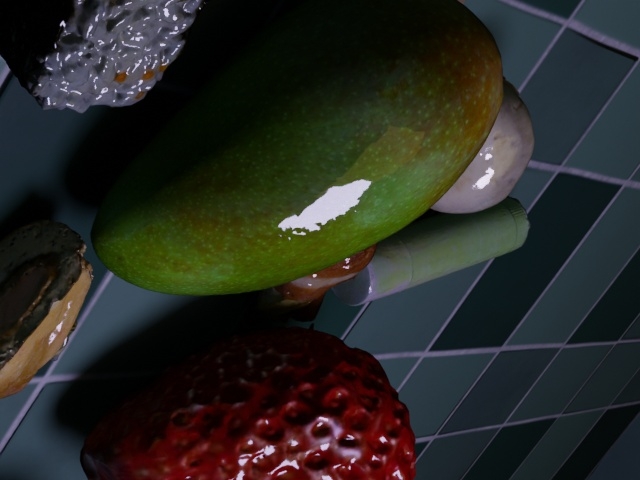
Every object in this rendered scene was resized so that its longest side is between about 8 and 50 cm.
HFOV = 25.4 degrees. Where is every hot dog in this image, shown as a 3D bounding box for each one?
[{"bbox_3d":[0.006,0.001,1.431,0.123,0.093,0.261,-26,147,-35],"label":"hot dog"}]

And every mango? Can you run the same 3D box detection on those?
[{"bbox_3d":[-0.016,-0.078,1.180,0.382,0.201,0.225,-30,173,-10],"label":"mango"}]

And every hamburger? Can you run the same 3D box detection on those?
[{"bbox_3d":[-0.249,0.062,1.160,0.176,0.087,0.102,-53,165,-1],"label":"hamburger"}]

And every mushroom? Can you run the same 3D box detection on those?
[{"bbox_3d":[0.144,-0.105,1.463,0.154,0.122,0.154,-2,117,-4],"label":"mushroom"}]

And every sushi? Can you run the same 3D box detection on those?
[{"bbox_3d":[-0.130,-0.193,0.926,0.136,0.126,0.225,-5,134,-54],"label":"sushi"}]

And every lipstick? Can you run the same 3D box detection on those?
[{"bbox_3d":[0.132,0.008,1.653,0.304,0.076,0.076,-16,141,-44],"label":"lipstick"}]

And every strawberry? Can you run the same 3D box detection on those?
[{"bbox_3d":[-0.068,0.234,1.448,0.310,0.292,0.292,-35,152,-32],"label":"strawberry"}]

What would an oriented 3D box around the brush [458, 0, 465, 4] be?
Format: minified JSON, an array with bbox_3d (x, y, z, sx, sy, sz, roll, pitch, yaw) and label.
[{"bbox_3d":[0.135,-0.265,1.339,0.070,0.021,0.196,-32,152,-29],"label":"brush"}]
